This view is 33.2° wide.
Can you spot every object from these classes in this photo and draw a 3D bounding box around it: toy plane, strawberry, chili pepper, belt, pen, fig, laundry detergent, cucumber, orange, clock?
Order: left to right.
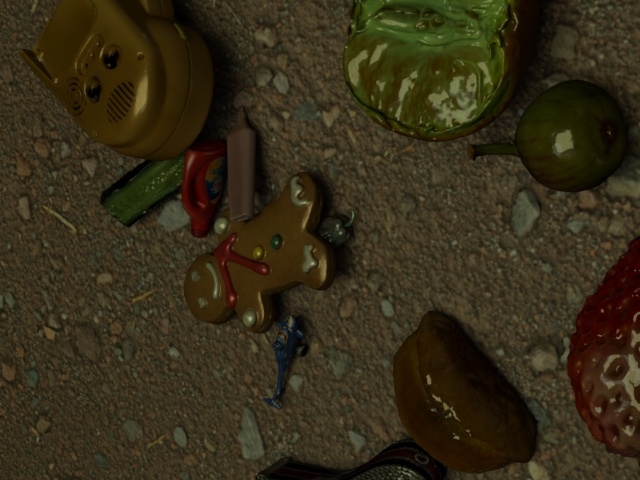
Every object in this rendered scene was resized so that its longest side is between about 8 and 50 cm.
[{"bbox_3d":[-0.311,-0.273,1.724,0.317,0.200,0.244,53,123,30],"label":"clock"},{"bbox_3d":[-0.280,-0.111,1.837,0.211,0.062,0.078,-36,116,23],"label":"cucumber"},{"bbox_3d":[-0.195,-0.079,1.766,0.049,0.097,0.165,23,118,28],"label":"laundry detergent"},{"bbox_3d":[-0.127,-0.127,1.728,0.053,0.032,0.197,-16,67,40],"label":"pen"},{"bbox_3d":[-0.061,0.194,1.740,0.054,0.062,0.167,23,118,27],"label":"toy plane"},{"bbox_3d":[-0.001,0.000,1.687,0.153,0.041,0.050,-31,47,30],"label":"chili pepper"},{"bbox_3d":[0.032,0.394,1.688,0.359,0.094,0.126,-18,91,33],"label":"belt"},{"bbox_3d":[0.166,-0.307,1.458,0.263,0.196,0.334,5,104,16],"label":"orange"},{"bbox_3d":[0.318,-0.126,1.433,0.142,0.148,0.186,54,159,-1],"label":"fig"},{"bbox_3d":[0.442,0.130,1.371,0.265,0.149,0.336,15,103,31],"label":"strawberry"}]

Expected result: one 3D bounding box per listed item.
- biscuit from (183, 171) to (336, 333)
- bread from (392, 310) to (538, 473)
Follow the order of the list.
[{"bbox_3d":[-0.114,0.040,1.730,0.340,0.047,0.216,-24,70,38],"label":"biscuit"},{"bbox_3d":[0.189,0.235,1.547,0.129,0.134,0.260,-47,72,28],"label":"bread"}]
